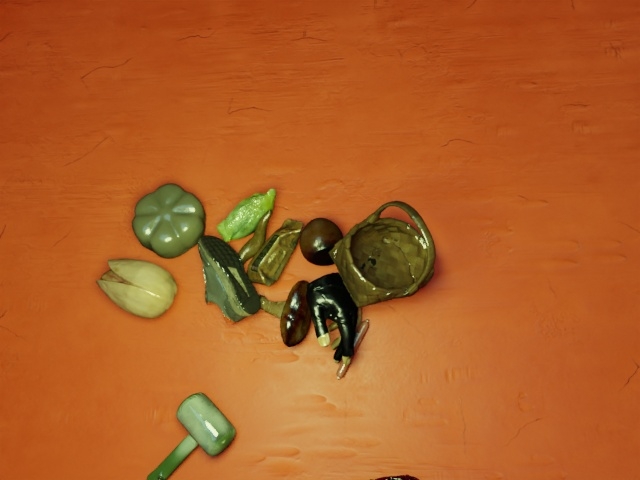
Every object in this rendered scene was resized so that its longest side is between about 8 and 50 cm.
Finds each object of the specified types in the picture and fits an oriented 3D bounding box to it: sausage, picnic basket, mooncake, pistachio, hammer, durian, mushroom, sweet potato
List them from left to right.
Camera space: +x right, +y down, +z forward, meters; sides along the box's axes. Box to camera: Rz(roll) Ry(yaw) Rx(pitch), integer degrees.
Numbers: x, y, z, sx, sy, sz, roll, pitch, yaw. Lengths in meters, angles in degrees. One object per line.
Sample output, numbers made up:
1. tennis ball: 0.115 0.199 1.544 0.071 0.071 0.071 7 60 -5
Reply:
1. pistachio: -0.630 0.160 1.961 0.299 0.187 0.187 19 76 16
2. mooncake: -0.546 -0.074 2.053 0.275 0.135 0.275 -1 70 3
3. hammer: -0.443 0.669 1.832 0.206 0.119 0.335 42 88 18
4. durian: -0.250 -0.086 2.021 0.250 0.139 0.101 -34 79 -4
5. sweet potato: -0.226 -0.003 2.013 0.059 0.069 0.249 46 110 37
6. mushroom: -0.138 0.242 1.930 0.217 0.148 0.227 3 63 26
7. sausage: 0.108 0.362 1.901 0.029 0.029 0.223 26 77 13
8. picnic basket: 0.238 0.030 1.799 0.337 0.337 0.293 -28 73 -3

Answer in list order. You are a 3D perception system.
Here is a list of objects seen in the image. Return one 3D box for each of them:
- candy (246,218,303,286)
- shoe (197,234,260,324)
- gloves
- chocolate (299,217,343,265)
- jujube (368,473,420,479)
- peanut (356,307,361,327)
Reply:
1. candy: -0.151 0.038 1.985 0.143 0.101 0.271 11 65 54
2. shoe: -0.346 0.147 1.965 0.171 0.132 0.336 -44 69 30
3. gloves: 0.045 0.257 1.851 0.152 0.197 0.301 -10 88 39
4. chocolate: 0.000 0.000 1.960 0.176 0.177 0.177 -2 73 6
5. jujube: 0.159 0.836 1.651 0.376 0.258 0.258 -22 72 -7
6. peanut: 0.122 0.258 1.927 0.037 0.037 0.083 8 74 8
